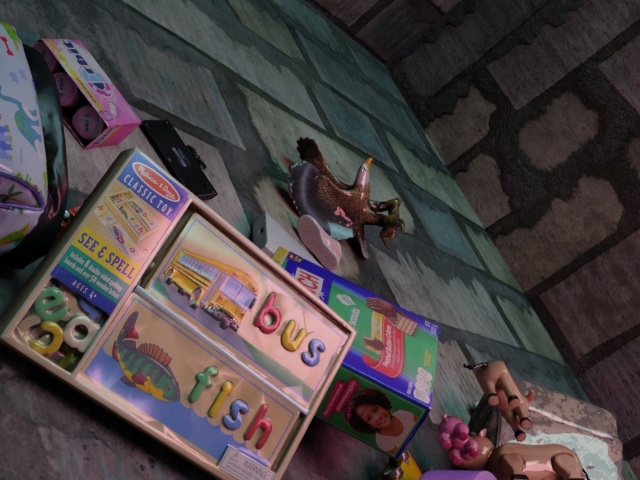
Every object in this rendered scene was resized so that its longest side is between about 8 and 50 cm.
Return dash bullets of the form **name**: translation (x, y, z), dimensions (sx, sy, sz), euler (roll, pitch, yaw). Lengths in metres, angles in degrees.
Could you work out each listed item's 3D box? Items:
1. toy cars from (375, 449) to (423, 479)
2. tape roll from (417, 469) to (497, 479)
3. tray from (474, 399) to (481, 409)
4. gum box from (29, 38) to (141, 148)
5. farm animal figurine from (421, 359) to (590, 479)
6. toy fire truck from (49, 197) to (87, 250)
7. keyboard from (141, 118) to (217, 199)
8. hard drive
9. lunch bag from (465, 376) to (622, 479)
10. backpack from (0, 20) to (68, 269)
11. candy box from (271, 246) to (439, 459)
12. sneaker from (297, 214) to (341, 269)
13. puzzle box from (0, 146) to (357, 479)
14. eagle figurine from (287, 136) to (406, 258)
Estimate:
- **toy cars**: translation (0.099, 0.345, 1.377), dimensions (0.176, 0.087, 0.393), euler (52, 13, -36)
- **tape roll**: translation (0.207, 0.479, 1.197), dimensions (0.275, 0.090, 0.274), euler (26, 61, -60)
- **tray**: translation (0.449, 0.499, 1.926), dimensions (0.270, 0.030, 0.145), euler (59, 23, 18)
- **gum box**: translation (-0.393, -0.246, 1.335), dimensions (0.188, 0.062, 0.107), euler (53, 20, 2)
- **farm animal figurine**: translation (0.326, 0.378, 1.438), dimensions (0.327, 0.330, 0.172), euler (21, 20, -9)
- **toy fire truck**: translation (-0.298, 0.005, 1.145), dimensions (0.135, 0.047, 0.192), euler (53, 21, -2)
- **keyboard**: translation (-0.259, -0.151, 1.523), dimensions (0.180, 0.023, 0.108), euler (56, 27, 9)
- **hard drive**: translation (-0.011, 0.087, 1.577), dimensions (0.307, 0.040, 0.203), euler (45, 11, -17)
- **lunch bag**: translation (0.443, 0.450, 1.647), dimensions (0.305, 0.212, 0.256), euler (21, 29, -1)
- **backpack**: translation (-0.436, -0.131, 0.841), dimensions (0.356, 0.273, 0.290), euler (6, 66, -47)
- **candy box**: translation (0.021, 0.165, 1.304), dimensions (0.317, 0.122, 0.268), euler (26, 23, 0)
- **sneaker**: translation (0.000, 0.000, 1.777), dimensions (0.134, 0.051, 0.070), euler (55, 19, 0)
- **puzzle box**: translation (-0.156, 0.115, 1.019), dimensions (0.409, 0.052, 0.272), euler (40, 66, -26)
- **eagle figurine**: translation (0.052, -0.105, 1.933), dimensions (0.298, 0.225, 0.226), euler (18, -17, -7)
